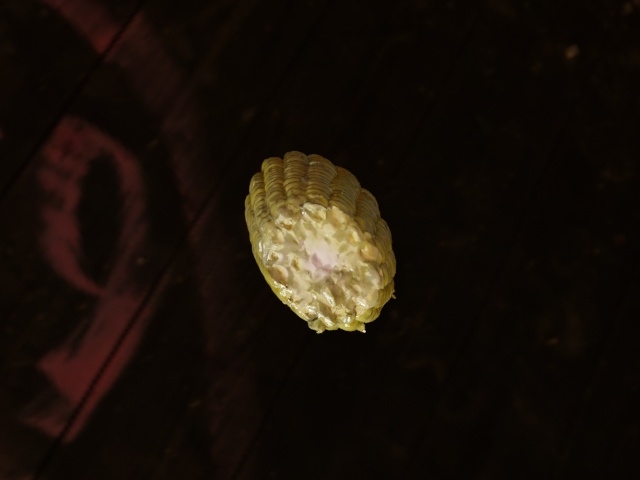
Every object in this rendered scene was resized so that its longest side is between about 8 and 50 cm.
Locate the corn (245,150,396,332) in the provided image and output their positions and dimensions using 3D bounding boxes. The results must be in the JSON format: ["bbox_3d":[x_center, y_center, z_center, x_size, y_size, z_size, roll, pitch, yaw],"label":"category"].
[{"bbox_3d":[0.000,0.000,0.812,0.063,0.165,0.085,-19,-81,0],"label":"corn"}]
